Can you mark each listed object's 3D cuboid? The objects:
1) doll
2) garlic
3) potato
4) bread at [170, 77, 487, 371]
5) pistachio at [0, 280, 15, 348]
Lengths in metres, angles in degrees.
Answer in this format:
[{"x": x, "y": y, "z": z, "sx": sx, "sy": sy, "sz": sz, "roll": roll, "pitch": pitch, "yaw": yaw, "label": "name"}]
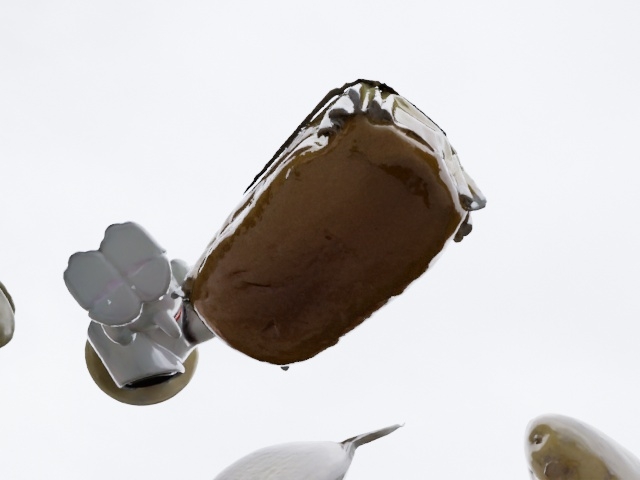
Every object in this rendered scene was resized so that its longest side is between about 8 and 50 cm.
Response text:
[{"x": -0.195, "y": 0.082, "z": 0.591, "sx": 0.208, "sy": 0.271, "sz": 0.144, "roll": -42, "pitch": -105, "yaw": 4, "label": "doll"}, {"x": -0.033, "y": 0.273, "z": 0.622, "sx": 0.149, "sy": 0.267, "sz": 0.128, "roll": 12, "pitch": -58, "yaw": 41, "label": "garlic"}, {"x": 0.303, "y": 0.295, "z": 0.596, "sx": 0.235, "sy": 0.161, "sz": 0.128, "roll": 41, "pitch": -61, "yaw": -20, "label": "potato"}, {"x": 0.000, "y": 0.000, "z": 0.441, "sx": 0.136, "sy": 0.107, "sz": 0.241, "roll": 36, "pitch": -60, "yaw": -17, "label": "bread"}, {"x": -0.494, "y": 0.065, "z": 0.699, "sx": 0.136, "sy": 0.135, "sz": 0.226, "roll": -42, "pitch": -61, "yaw": 16, "label": "pistachio"}]
